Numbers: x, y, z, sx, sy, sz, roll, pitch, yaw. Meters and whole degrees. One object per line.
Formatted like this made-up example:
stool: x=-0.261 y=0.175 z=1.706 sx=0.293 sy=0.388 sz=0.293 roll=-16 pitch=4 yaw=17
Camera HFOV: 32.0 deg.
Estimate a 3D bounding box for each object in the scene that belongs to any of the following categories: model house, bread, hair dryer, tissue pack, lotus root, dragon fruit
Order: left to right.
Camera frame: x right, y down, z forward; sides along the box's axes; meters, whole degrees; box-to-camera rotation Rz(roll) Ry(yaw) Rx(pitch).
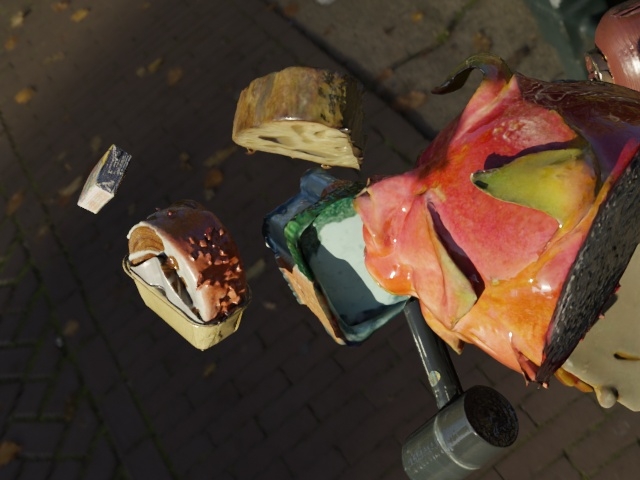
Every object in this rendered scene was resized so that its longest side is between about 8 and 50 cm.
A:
tissue pack: x=-0.268 y=-0.075 z=1.387 sx=0.083 sy=0.035 sz=0.063 roll=-31 pitch=36 yaw=61
bread: x=-0.202 y=0.043 z=1.724 sx=0.142 sy=0.212 sz=0.224 roll=-30 pitch=50 yaw=-34
lotus root: x=-0.021 y=-0.140 z=1.339 sx=0.170 sy=0.261 sz=0.075 roll=3 pitch=82 yaw=-1
model house: x=0.000 y=0.000 z=1.864 sx=0.184 sy=0.253 sz=0.291 roll=-37 pitch=34 yaw=-16
hair dryer: x=0.121 y=0.147 z=1.191 sx=0.124 sy=0.071 sz=0.219 roll=-45 pitch=54 yaw=42
dragon fruit: x=0.175 y=-0.033 z=1.041 sx=0.225 sy=0.305 sz=0.305 roll=28 pitch=73 yaw=25
model house: x=0.302 y=0.059 z=1.339 sx=0.220 sy=0.199 sz=0.229 roll=-62 pitch=27 yaw=9

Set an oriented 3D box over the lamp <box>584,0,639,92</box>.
lamp: x=0.528 y=-0.308 z=1.714 sx=0.258 sy=0.180 sz=0.180 roll=-21 pitch=46 yaw=4
